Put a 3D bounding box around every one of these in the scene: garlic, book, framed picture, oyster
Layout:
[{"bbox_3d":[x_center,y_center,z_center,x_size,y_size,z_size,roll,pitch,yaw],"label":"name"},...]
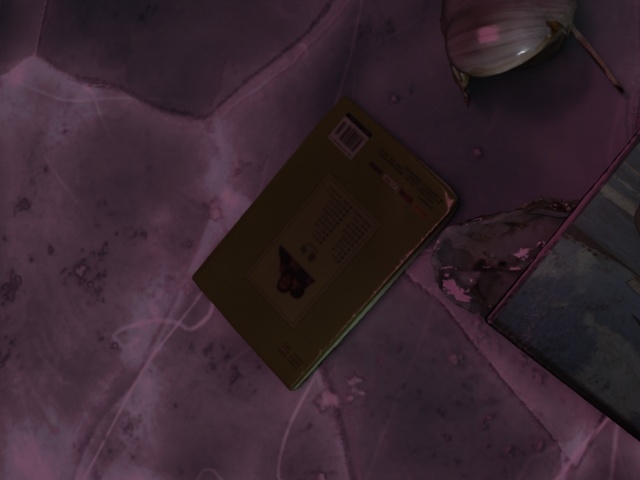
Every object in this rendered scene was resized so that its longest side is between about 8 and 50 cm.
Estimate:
[{"bbox_3d":[0.243,-0.243,1.453,0.257,0.207,0.207,42,105,-13],"label":"garlic"},{"bbox_3d":[0.000,0.000,1.580,0.239,0.035,0.352,46,104,24],"label":"book"},{"bbox_3d":[0.401,0.043,1.351,0.265,0.016,0.347,39,101,2],"label":"framed picture"},{"bbox_3d":[0.266,0.008,1.426,0.199,0.087,0.252,45,106,18],"label":"oyster"}]
